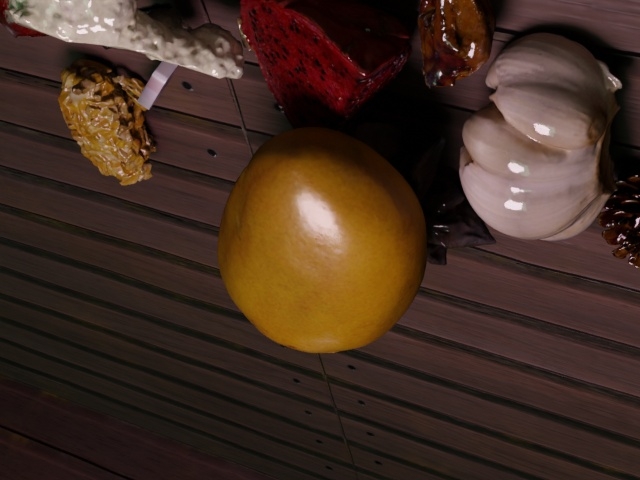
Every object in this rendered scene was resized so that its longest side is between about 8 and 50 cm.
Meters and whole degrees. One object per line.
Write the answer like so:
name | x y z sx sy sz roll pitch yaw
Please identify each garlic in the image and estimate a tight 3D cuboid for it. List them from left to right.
garlic | 0.258 -0.110 1.366 0.203 0.185 0.281 28 157 35

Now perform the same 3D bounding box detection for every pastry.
pastry | -0.351 -0.201 1.820 0.154 0.102 0.250 17 149 16

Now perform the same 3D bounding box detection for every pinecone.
pinecone | 0.432 -0.025 1.418 0.140 0.121 0.140 17 156 8

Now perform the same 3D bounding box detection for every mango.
mango | 0.000 0.000 1.497 0.300 0.232 0.446 25 152 11

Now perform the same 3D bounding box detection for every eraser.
eraser | -0.251 -0.251 1.692 0.026 0.065 0.105 32 152 -10

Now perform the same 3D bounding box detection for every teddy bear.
teddy bear | -0.243 -0.417 1.355 0.375 0.362 0.327 5 -165 -42

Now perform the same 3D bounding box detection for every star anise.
star anise | 0.125 -0.070 1.620 0.315 0.108 0.315 28 152 17

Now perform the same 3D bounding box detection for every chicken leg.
chicken leg | 0.152 -0.300 1.228 0.093 0.113 0.304 -2 142 8

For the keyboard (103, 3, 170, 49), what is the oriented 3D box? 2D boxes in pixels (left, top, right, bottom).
keyboard | -0.286 -0.323 1.655 0.195 0.018 0.060 0 144 41

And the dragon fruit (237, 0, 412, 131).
dragon fruit | 0.010 -0.268 1.381 0.205 0.152 0.317 48 165 0

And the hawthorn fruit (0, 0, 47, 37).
hawthorn fruit | -0.407 -0.379 1.565 0.148 0.148 0.172 39 122 -20
